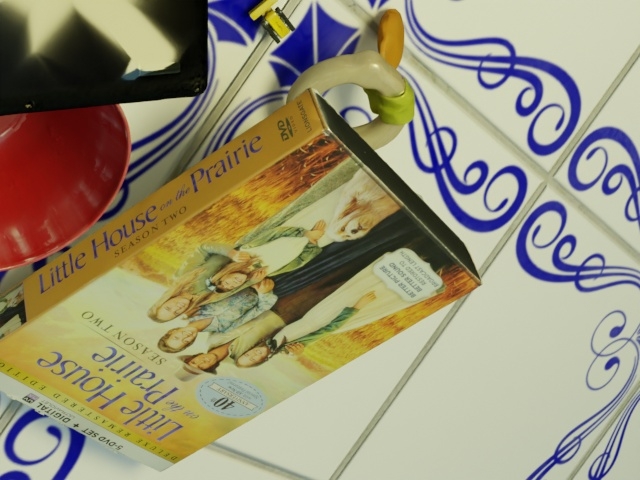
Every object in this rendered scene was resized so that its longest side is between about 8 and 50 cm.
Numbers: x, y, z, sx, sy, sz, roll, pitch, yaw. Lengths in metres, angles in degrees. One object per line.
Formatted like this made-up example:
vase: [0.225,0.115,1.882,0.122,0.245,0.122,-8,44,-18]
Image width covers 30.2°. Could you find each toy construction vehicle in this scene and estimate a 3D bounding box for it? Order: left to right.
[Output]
toy construction vehicle: [-0.043,-0.252,1.143,0.086,0.035,0.098,-41,133,5]

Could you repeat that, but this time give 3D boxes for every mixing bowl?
mixing bowl: [-0.238,-0.075,0.847,0.181,0.098,0.181,-22,141,-19]

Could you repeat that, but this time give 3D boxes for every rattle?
rattle: [-0.006,-0.153,1.236,0.200,0.143,0.130,-28,151,28]

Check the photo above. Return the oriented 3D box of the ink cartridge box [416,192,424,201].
ink cartridge box: [0.000,0.000,1.253,0.218,0.092,0.158,18,131,-45]

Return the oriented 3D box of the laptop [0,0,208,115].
laptop: [-0.287,-0.292,0.727,0.382,0.236,0.408,-10,112,-33]

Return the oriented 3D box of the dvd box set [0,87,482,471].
dvd box set: [-0.091,0.062,1.154,0.420,0.062,0.307,-31,138,16]
